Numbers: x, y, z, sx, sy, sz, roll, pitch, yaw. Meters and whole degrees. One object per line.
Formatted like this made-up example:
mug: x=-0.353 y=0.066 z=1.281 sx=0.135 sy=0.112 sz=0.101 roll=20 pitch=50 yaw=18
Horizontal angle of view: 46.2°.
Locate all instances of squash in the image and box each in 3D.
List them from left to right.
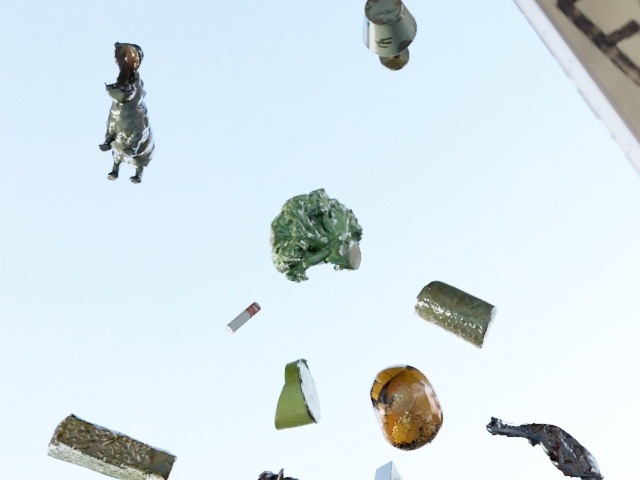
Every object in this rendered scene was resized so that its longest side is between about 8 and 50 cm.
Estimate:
squash: x=-0.080 y=0.478 z=2.356 sx=0.133 sy=0.220 sz=0.220 roll=-10 pitch=-27 yaw=11

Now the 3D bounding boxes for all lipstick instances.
lipstick: x=-0.254 y=0.255 z=2.478 sx=0.130 sy=0.038 sz=0.038 roll=-40 pitch=-20 yaw=-29

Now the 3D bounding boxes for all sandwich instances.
sandwich: x=-0.457 y=0.458 z=1.632 sx=0.251 sy=0.087 sz=0.226 roll=26 pitch=-32 yaw=-15

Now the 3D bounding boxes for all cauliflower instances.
cauliflower: x=0.000 y=0.000 z=1.971 sx=0.275 sy=0.250 sz=0.272 roll=-49 pitch=-37 yaw=-17

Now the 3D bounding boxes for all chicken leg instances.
chicken leg: x=0.465 y=0.424 z=1.549 sx=0.106 sy=0.253 sz=0.051 roll=-49 pitch=-20 yaw=-47

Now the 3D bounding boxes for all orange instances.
orange: x=0.229 y=0.445 z=2.023 sx=0.182 sy=0.235 sz=0.234 roll=-26 pitch=-28 yaw=21

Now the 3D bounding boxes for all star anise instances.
star anise: x=-0.094 y=0.552 z=1.676 sx=0.141 sy=0.042 sz=0.141 roll=2 pitch=-55 yaw=3

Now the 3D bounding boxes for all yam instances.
yam: x=0.454 y=0.239 z=2.478 sx=0.161 sy=0.268 sz=0.161 roll=-36 pitch=-42 yaw=-40

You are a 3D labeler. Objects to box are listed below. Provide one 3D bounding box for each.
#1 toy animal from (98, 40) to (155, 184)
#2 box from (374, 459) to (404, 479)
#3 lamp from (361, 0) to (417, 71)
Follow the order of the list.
toy animal: x=-0.440 y=-0.274 z=1.717 sx=0.106 sy=0.168 sz=0.343 roll=11 pitch=-40 yaw=-2
box: x=0.208 y=0.725 z=2.015 sx=0.062 sy=0.175 sz=0.260 roll=-32 pitch=1 yaw=11
lamp: x=0.150 y=-0.443 z=1.621 sx=0.121 sy=0.121 sz=0.215 roll=-25 pitch=-19 yaw=3
